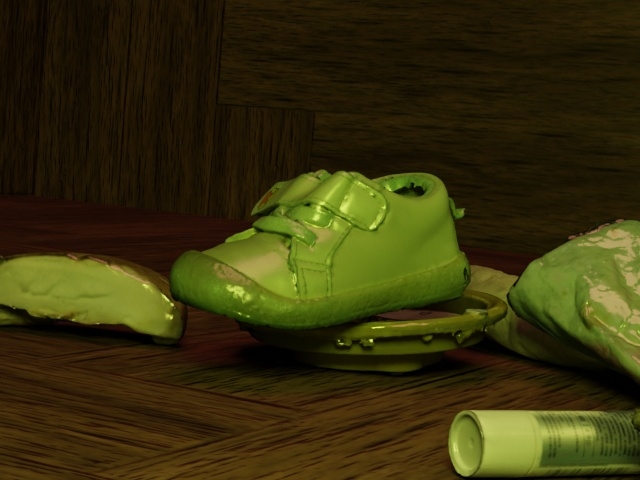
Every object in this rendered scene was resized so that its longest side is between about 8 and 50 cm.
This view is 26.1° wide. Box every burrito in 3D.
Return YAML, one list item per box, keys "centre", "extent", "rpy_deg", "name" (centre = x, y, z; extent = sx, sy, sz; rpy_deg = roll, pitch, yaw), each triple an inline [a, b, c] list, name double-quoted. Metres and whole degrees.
- centre: [0.183, 0.070, 1.349]
  extent: [0.117, 0.076, 0.392]
  rpy_deg: [8, 3, -35]
  name: "burrito"
- centre: [0.270, 0.068, 1.122]
  extent: [0.144, 0.089, 0.229]
  rpy_deg: [-28, 35, -13]
  name: "burrito"

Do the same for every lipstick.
- centre: [0.146, 0.120, 0.820]
  extent: [0.141, 0.040, 0.040]
  rpy_deg: [4, 4, -24]
  name: "lipstick"

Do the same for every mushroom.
- centre: [-0.210, 0.047, 1.215]
  extent: [0.210, 0.072, 0.094]
  rpy_deg: [5, -5, 13]
  name: "mushroom"

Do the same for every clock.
- centre: [0.043, 0.076, 1.184]
  extent: [0.237, 0.057, 0.237]
  rpy_deg: [0, 6, 0]
  name: "clock"

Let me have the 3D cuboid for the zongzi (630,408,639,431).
- centre: [0.347, 0.100, 0.803]
  extent: [0.274, 0.125, 0.251]
  rpy_deg: [0, 2, 31]
  name: "zongzi"

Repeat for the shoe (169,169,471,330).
- centre: [0.000, 0.007, 1.100]
  extent: [0.262, 0.128, 0.140]
  rpy_deg: [-3, -5, -30]
  name: "shoe"
